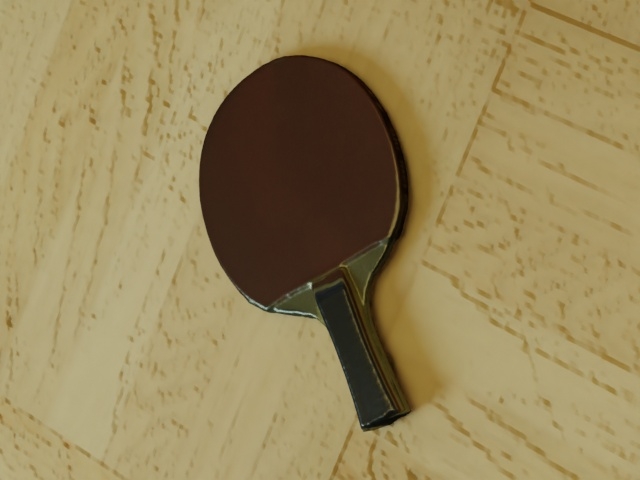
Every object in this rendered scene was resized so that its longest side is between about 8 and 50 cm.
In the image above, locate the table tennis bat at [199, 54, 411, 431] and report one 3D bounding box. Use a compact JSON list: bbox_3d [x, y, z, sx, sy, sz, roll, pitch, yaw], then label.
[{"bbox_3d":[0.000,0.000,0.775,0.095,0.014,0.158,-30,68,26],"label":"table tennis bat"}]
